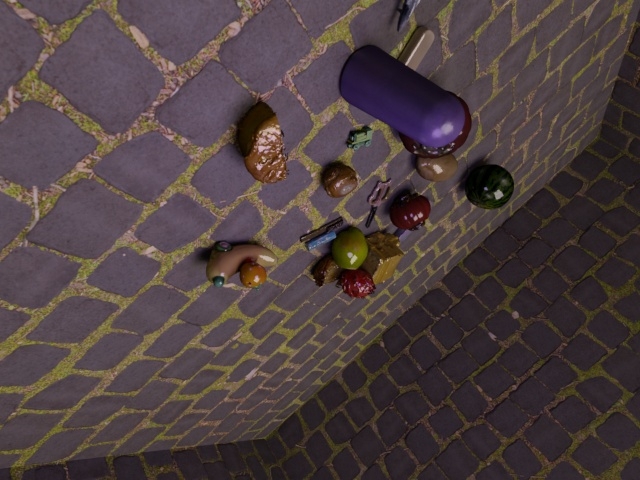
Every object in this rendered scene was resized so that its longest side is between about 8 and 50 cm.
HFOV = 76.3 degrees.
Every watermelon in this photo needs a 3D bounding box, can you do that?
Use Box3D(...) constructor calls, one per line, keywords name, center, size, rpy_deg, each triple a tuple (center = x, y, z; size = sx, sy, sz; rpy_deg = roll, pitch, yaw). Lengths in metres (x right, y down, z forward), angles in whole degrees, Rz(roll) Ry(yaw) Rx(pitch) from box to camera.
Box3D(name="watermelon", center=(1.042, -0.330, 2.523), size=(0.285, 0.285, 0.285), rpy_deg=(-28, 146, -21))

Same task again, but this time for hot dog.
Box3D(name="hot dog", center=(0.067, 0.155, 2.228), size=(0.259, 0.114, 0.175), rpy_deg=(-18, 137, -40))

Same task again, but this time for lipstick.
Box3D(name="lipstick", center=(0.000, 0.000, 2.022), size=(0.158, 0.048, 0.048), rpy_deg=(-28, 146, -20))

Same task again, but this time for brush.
Box3D(name="brush", center=(0.011, -0.047, 1.989), size=(0.248, 0.036, 0.043), rpy_deg=(-27, 141, -23))

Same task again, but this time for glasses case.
Box3D(name="glasses case", center=(0.350, -0.701, 1.538), size=(0.083, 0.050, 0.196), rpy_deg=(2, 129, -51))

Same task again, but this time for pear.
Box3D(name="pear", center=(0.151, 0.038, 2.113), size=(0.188, 0.188, 0.219), rpy_deg=(7, 90, -50))

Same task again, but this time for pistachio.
Box3D(name="pistachio", center=(0.594, -0.387, 2.088), size=(0.293, 0.181, 0.162), rpy_deg=(-7, 172, -39))

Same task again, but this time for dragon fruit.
Box3D(name="dragon fruit", center=(0.191, 0.227, 2.173), size=(0.172, 0.210, 0.172), rpy_deg=(17, 90, -88))

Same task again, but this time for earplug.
Box3D(name="earplug", center=(0.283, -0.471, 1.368), size=(0.215, 0.456, 0.215), rpy_deg=(-29, 144, -23))

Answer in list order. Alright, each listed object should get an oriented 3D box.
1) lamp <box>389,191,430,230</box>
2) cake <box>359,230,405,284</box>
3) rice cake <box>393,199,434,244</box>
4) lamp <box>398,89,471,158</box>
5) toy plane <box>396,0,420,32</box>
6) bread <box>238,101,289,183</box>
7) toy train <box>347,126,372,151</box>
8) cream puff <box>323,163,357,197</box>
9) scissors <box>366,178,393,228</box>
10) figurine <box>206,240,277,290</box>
Box3D(name="lamp", center=(0.488, -0.150, 2.206), size=(0.227, 0.227, 0.226), rpy_deg=(-28, 146, -21))
Box3D(name="cake", center=(0.331, 0.095, 2.329), size=(0.286, 0.222, 0.227), rpy_deg=(-15, 141, -37))
Box3D(name="rice cake", center=(0.539, -0.091, 2.476), size=(0.070, 0.064, 0.399), rpy_deg=(21, 113, -45))
Box3D(name="lamp", center=(0.484, -0.490, 1.737), size=(0.304, 0.256, 0.303), rpy_deg=(5, 144, 4))
Box3D(name="toy plane", center=(0.304, -0.820, 1.321), size=(0.212, 0.088, 0.267), rpy_deg=(-11, 145, -38))
Box3D(name="bread", center=(-0.197, -0.305, 1.345), size=(0.147, 0.160, 0.260), rpy_deg=(-23, 148, -13))
Box3D(name="toy train", center=(0.164, -0.420, 1.685), size=(0.122, 0.050, 0.081), rpy_deg=(-22, 139, -27))
Box3D(name="cream puff", center=(0.079, -0.257, 1.729), size=(0.150, 0.115, 0.165), rpy_deg=(-41, 158, 12))
Box3D(name="scissors", center=(0.289, -0.184, 2.132), size=(0.160, 0.024, 0.317), rpy_deg=(-18, 142, -35))
Box3D(name="figurine", center=(-0.309, 0.106, 1.654), size=(0.325, 0.222, 0.124), rpy_deg=(-8, 133, -41))
